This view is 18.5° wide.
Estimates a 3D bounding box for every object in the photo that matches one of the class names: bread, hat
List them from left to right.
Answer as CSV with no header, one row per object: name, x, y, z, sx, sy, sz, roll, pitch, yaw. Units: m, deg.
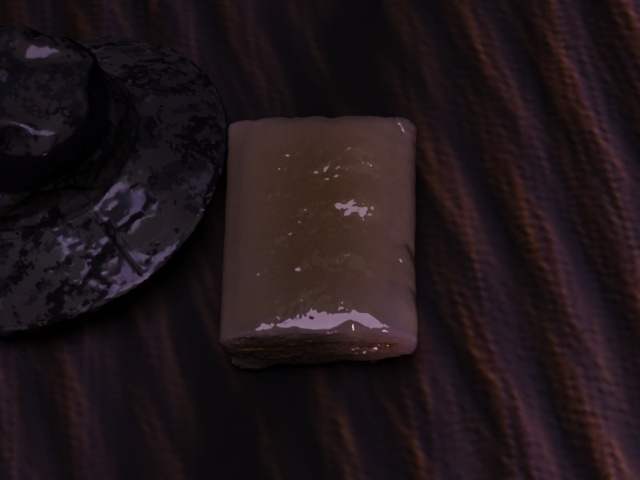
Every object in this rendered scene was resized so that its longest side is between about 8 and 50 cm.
hat,-0.200,-0.073,1.356,0.265,0.128,0.265,-6,57,9
bread,0.000,0.000,1.354,0.139,0.060,0.178,0,59,5
